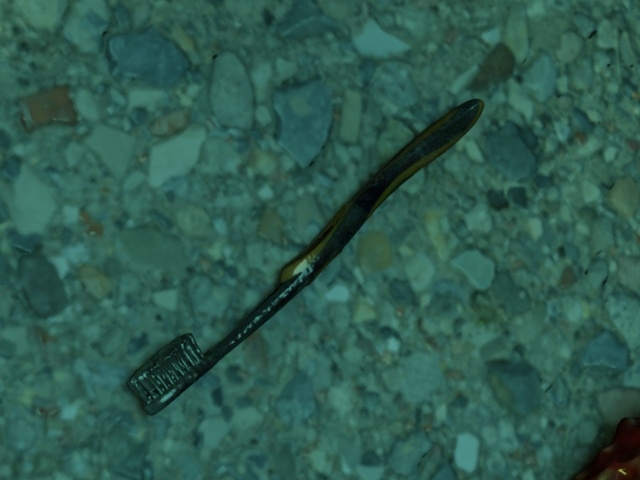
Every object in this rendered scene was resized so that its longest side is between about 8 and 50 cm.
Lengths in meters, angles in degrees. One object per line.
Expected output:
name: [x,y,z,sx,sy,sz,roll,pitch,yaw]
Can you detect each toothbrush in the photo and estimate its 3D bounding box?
toothbrush: [0.002,0.002,1.052,0.321,0.023,0.031,-40,108,-27]

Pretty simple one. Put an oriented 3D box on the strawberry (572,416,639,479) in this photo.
strawberry: [0.309,0.210,1.100,0.265,0.149,0.336,50,63,-9]
